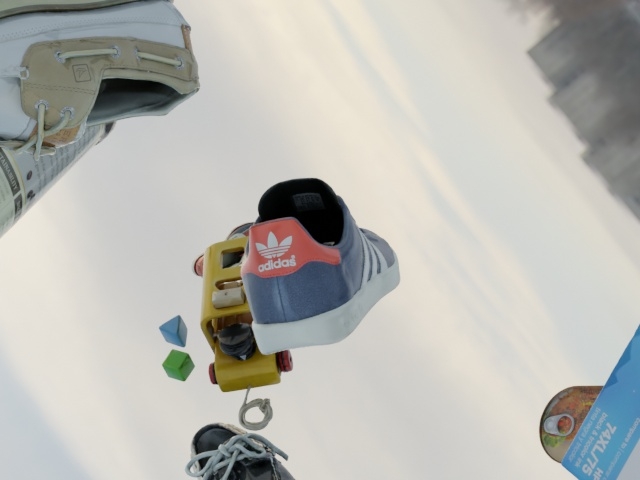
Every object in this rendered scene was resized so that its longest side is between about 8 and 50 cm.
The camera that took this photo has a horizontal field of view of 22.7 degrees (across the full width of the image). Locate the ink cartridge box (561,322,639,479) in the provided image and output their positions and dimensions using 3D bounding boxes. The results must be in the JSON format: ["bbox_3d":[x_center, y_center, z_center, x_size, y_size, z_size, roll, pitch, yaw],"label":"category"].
[{"bbox_3d":[0.413,0.204,1.481,0.198,0.197,0.270,3,-150,-49],"label":"ink cartridge box"}]

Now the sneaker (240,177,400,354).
[{"bbox_3d":[0.000,0.000,1.639,0.350,0.131,0.148,-57,-46,-76],"label":"sneaker"}]

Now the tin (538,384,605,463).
[{"bbox_3d":[0.367,0.241,2.044,0.040,0.190,0.106,31,-116,-42],"label":"tin"}]

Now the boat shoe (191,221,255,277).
[{"bbox_3d":[-0.128,0.016,2.364,0.043,0.137,0.049,8,124,51],"label":"boat shoe"}]

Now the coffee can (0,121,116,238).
[{"bbox_3d":[-0.355,-0.092,1.532,0.201,0.201,0.275,47,-125,-11],"label":"coffee can"}]

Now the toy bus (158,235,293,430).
[{"bbox_3d":[-0.093,0.090,1.870,0.202,0.191,0.104,29,154,38],"label":"toy bus"}]

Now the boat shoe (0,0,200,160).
[{"bbox_3d":[-0.211,-0.119,1.194,0.302,0.113,0.103,-26,-96,-39],"label":"boat shoe"}]

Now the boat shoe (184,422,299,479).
[{"bbox_3d":[-0.087,0.269,1.804,0.105,0.113,0.306,57,176,-13],"label":"boat shoe"}]
